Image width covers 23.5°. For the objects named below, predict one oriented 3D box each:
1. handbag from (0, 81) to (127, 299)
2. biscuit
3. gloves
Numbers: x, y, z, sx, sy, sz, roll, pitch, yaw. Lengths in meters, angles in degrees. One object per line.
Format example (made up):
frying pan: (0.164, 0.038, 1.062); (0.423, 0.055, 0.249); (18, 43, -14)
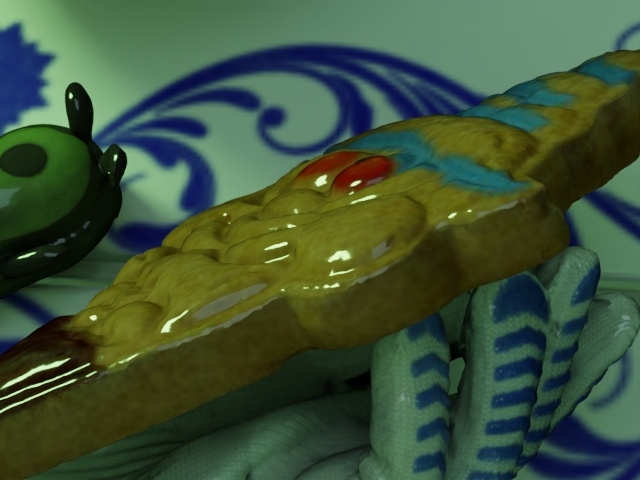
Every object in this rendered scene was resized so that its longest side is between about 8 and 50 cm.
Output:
handbag: (-0.122, -0.006, 0.559); (0.111, 0.047, 0.072); (-29, 61, -14)
biscuit: (0.000, 0.000, 0.479); (0.280, 0.183, 0.043); (-25, 99, -20)
gloves: (-0.005, 0.066, 0.483); (0.229, 0.097, 0.119); (-26, 32, 2)
